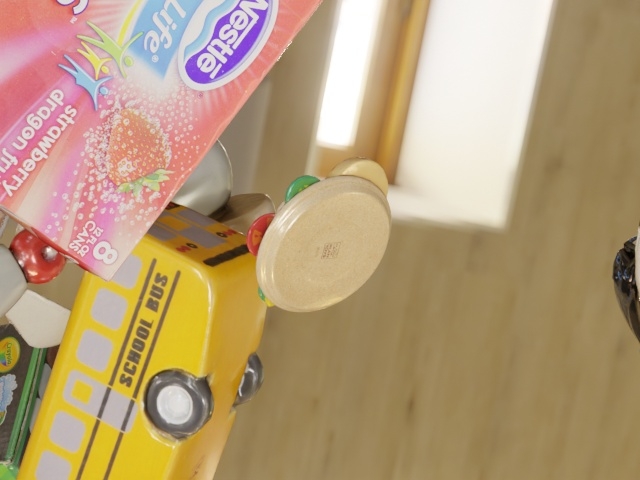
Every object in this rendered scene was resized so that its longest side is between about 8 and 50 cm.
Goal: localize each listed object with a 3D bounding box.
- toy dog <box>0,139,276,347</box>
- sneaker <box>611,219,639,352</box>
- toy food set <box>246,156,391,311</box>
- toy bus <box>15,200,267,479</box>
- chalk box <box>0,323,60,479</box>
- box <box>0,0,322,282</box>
[{"bbox_3d":[-0.202,-0.021,1.502,0.333,0.220,0.161,-5,-176,-31],"label":"toy dog"},{"bbox_3d":[0.217,0.010,1.157,0.079,0.217,0.121,-16,-143,-7],"label":"sneaker"},{"bbox_3d":[0.000,0.000,0.942,0.082,0.083,0.020,-20,-139,-25],"label":"toy food set"},{"bbox_3d":[-0.139,0.147,1.372,0.130,0.333,0.108,25,-162,16],"label":"toy bus"},{"bbox_3d":[-0.297,0.200,1.688,0.289,0.179,0.180,-9,-137,16],"label":"chalk box"},{"bbox_3d":[-0.102,-0.149,1.022,0.154,0.300,0.142,40,176,-30],"label":"box"}]
